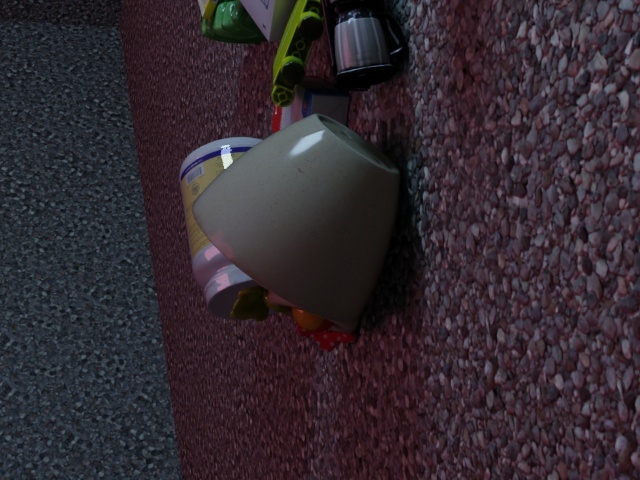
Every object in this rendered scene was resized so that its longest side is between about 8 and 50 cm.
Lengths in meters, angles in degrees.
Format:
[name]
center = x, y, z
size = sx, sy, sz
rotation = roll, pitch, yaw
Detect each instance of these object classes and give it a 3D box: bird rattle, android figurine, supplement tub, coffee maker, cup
[bird rattle]
center = -0.022, 0.127, 1.635
size = 0.207, 0.253, 0.143
rotation = 4, 61, 59
[android figurine]
center = -0.034, -0.368, 1.699
size = 0.273, 0.056, 0.248
rotation = -95, 27, -69
[supplement tub]
center = -0.162, -0.024, 1.978
size = 0.241, 0.241, 0.331
rotation = 122, 141, -56
[coffee maker]
center = 0.051, -0.344, 1.529
size = 0.171, 0.120, 0.178
rotation = 167, 95, -67
[cup]
center = -0.007, -0.063, 1.518
size = 0.237, 0.331, 0.331
rotation = -56, 31, 15

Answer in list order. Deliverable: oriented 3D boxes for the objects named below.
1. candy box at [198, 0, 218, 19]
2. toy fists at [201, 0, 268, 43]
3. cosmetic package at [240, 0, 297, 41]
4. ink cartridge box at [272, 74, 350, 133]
[candy box]
center = -0.225, -0.611, 2.117
size = 0.206, 0.027, 0.105
rotation = -61, 29, 28
[toy fists]
center = -0.194, -0.512, 2.191
size = 0.279, 0.142, 0.096
rotation = -155, 65, -67
[cosmetic package]
center = -0.100, -0.622, 1.808
size = 0.284, 0.097, 0.377
rotation = 55, 150, 30
[ink cartridge box]
center = -0.025, -0.245, 1.829
size = 0.231, 0.078, 0.134
rotation = -132, 45, -61
